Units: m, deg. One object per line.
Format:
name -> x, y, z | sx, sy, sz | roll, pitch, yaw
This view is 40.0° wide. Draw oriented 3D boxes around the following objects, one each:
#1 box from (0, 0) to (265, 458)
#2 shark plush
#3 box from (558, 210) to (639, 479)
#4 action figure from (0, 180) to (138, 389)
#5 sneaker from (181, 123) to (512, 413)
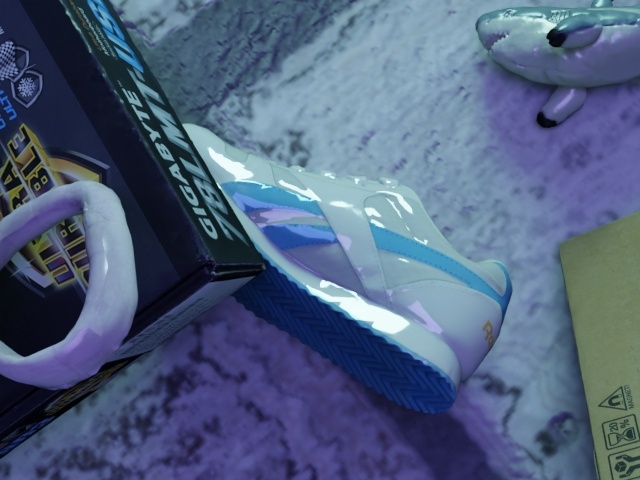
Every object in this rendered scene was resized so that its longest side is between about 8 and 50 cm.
box -> -0.224, -0.026, 0.487 | 0.293, 0.073, 0.296 | -34, 79, 14
shark plush -> 0.179, -0.136, 0.529 | 0.161, 0.073, 0.067 | -23, 50, 4
box -> 0.203, 0.040, 0.417 | 0.164, 0.201, 0.021 | -23, 122, 23
action figure -> -0.277, 0.074, 0.409 | 0.275, 0.248, 0.370 | 17, 116, -24
sneaker -> 0.000, 0.000, 0.508 | 0.228, 0.087, 0.092 | 35, 62, 12
